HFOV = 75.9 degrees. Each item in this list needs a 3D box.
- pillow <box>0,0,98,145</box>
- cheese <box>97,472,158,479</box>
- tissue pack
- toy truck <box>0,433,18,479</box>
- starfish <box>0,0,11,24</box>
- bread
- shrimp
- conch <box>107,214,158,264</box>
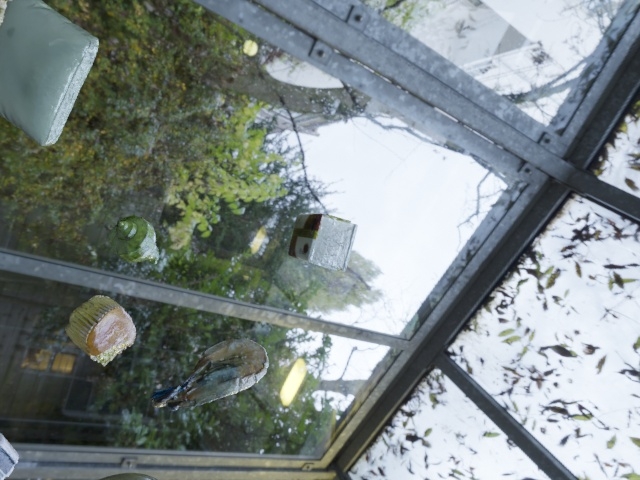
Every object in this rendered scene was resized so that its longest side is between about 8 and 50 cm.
[{"bbox_3d":[-0.739,-0.442,1.065,0.323,0.255,0.120,-56,-178,15],"label":"pillow"},{"bbox_3d":[-0.331,0.461,0.636,0.091,0.202,0.176,148,-59,-72],"label":"cheese"},{"bbox_3d":[-0.001,0.000,0.889,0.148,0.099,0.106,7,-100,68],"label":"tissue pack"},{"bbox_3d":[-0.694,0.403,0.778,0.114,0.226,0.098,-64,156,-52],"label":"toy truck"},{"bbox_3d":[-0.627,-0.472,0.720,0.431,0.324,0.083,-13,-79,25],"label":"starfish"},{"bbox_3d":[-0.730,0.306,1.388,0.179,0.133,0.250,-53,160,-39],"label":"bread"},{"bbox_3d":[-0.401,0.493,1.521,0.221,0.445,0.110,49,-39,32],"label":"shrimp"},{"bbox_3d":[-0.334,0.002,0.733,0.121,0.089,0.074,80,29,-56],"label":"conch"}]
